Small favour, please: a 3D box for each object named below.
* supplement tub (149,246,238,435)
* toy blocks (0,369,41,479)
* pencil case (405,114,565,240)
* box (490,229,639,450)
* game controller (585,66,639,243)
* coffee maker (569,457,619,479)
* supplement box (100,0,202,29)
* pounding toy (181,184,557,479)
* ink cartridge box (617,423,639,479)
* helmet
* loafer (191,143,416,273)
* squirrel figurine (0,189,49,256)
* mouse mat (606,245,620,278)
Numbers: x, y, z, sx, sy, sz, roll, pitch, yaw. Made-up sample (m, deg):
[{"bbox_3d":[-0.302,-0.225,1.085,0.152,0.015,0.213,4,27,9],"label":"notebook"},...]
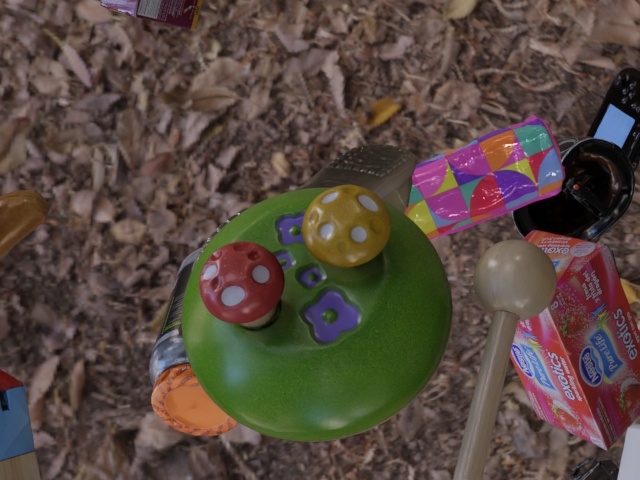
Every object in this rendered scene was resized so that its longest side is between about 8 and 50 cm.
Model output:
[{"bbox_3d":[-0.112,0.103,0.979,0.117,0.117,0.190,-29,31,29],"label":"supplement tub"},{"bbox_3d":[-0.342,0.185,0.619,0.190,0.381,0.261,1,100,58],"label":"toy blocks"},{"bbox_3d":[0.169,-0.058,1.085,0.236,0.104,0.104,-25,73,9],"label":"pencil case"},{"bbox_3d":[0.325,0.128,1.204,0.128,0.122,0.257,19,142,56],"label":"box"},{"bbox_3d":[0.507,-0.144,1.641,0.067,0.166,0.319,18,111,-7],"label":"game controller"},{"bbox_3d":[0.426,0.385,1.235,0.178,0.171,0.120,42,119,-1],"label":"coffee maker"},{"bbox_3d":[-0.163,-0.237,0.907,0.055,0.083,0.043,26,106,33],"label":"supplement box"},{"bbox_3d":[0.014,0.031,0.576,0.236,0.110,0.183,18,65,19],"label":"pounding toy"},{"bbox_3d":[0.328,0.199,0.590,0.197,0.273,0.114,15,81,0],"label":"ink cartridge box"},{"bbox_3d":[0.366,-0.069,1.367,0.161,0.169,0.170,147,116,-72],"label":"helmet"},{"bbox_3d":[0.000,0.000,0.848,0.102,0.268,0.092,17,129,43],"label":"loafer"},{"bbox_3d":[-0.557,-0.061,0.986,0.397,0.370,0.281,-1,46,52],"label":"squirrel figurine"},{"bbox_3d":[0.483,0.118,1.614,0.152,0.007,0.190,134,131,-64],"label":"mouse mat"}]
